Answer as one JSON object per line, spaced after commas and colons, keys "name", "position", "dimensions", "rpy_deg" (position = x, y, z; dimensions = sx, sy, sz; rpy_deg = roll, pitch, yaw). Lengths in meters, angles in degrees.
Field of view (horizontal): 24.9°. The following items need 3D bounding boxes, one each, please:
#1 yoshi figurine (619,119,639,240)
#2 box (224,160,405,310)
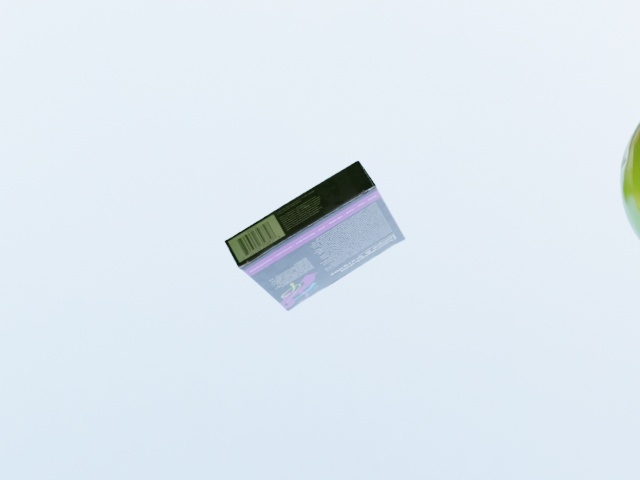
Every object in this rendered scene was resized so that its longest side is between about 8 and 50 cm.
{"name": "yoshi figurine", "position": [0.287, 0.024, 0.769], "dimensions": [0.203, 0.362, 0.203], "rpy_deg": [-35, -154, 10]}
{"name": "box", "position": [0.000, 0.000, 1.110], "dimensions": [0.116, 0.162, 0.029], "rpy_deg": [-31, -109, 2]}
